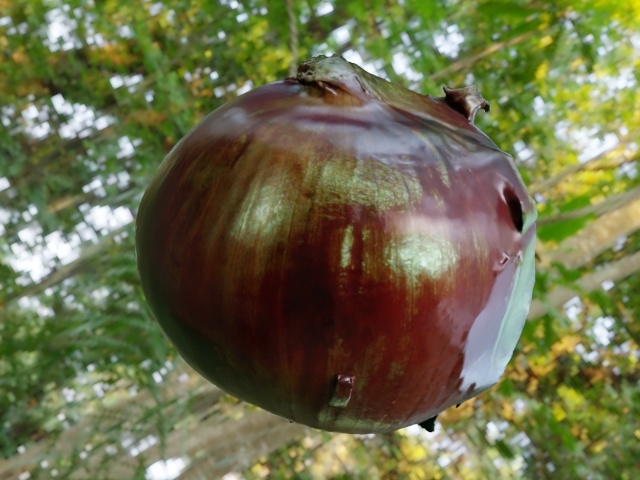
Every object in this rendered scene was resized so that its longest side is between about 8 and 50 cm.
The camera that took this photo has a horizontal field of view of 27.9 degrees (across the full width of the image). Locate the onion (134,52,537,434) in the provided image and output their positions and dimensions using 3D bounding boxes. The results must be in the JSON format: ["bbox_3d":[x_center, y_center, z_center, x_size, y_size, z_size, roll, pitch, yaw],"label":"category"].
[{"bbox_3d":[0.000,0.000,0.383,0.119,0.118,0.117,67,-10,-14],"label":"onion"}]
